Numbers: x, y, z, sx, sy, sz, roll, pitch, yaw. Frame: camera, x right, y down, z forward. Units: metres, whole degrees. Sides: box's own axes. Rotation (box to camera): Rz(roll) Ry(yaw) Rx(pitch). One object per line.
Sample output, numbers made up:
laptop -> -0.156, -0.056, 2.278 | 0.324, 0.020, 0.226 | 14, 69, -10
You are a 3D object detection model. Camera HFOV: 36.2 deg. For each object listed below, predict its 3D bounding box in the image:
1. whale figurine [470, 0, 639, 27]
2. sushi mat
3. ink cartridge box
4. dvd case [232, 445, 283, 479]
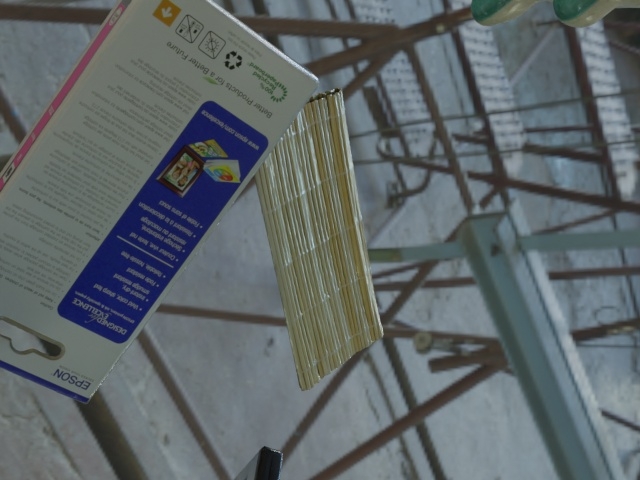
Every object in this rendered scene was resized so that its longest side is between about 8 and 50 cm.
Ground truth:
whale figurine -> 0.219, -0.267, 0.787 | 0.141, 0.272, 0.216 | 41, 62, -26
sushi mat -> 0.000, 0.000, 1.078 | 0.151, 0.019, 0.316 | -32, 122, -39
ink cartridge box -> -0.178, -0.043, 0.862 | 0.176, 0.069, 0.371 | 32, 96, -31
dvd case -> -0.098, 0.304, 0.820 | 0.022, 0.253, 0.180 | 21, 48, -14
